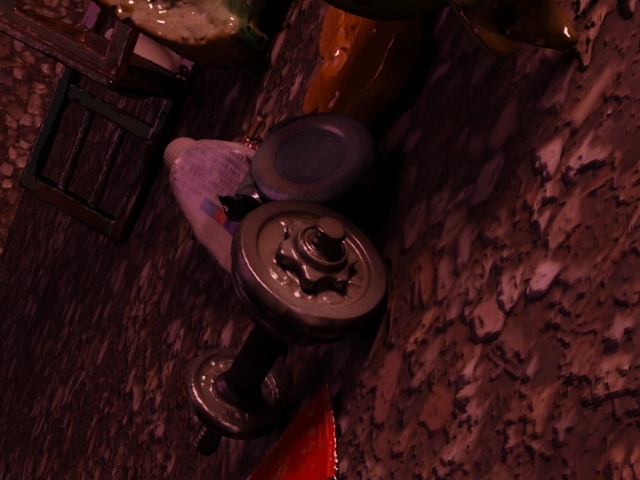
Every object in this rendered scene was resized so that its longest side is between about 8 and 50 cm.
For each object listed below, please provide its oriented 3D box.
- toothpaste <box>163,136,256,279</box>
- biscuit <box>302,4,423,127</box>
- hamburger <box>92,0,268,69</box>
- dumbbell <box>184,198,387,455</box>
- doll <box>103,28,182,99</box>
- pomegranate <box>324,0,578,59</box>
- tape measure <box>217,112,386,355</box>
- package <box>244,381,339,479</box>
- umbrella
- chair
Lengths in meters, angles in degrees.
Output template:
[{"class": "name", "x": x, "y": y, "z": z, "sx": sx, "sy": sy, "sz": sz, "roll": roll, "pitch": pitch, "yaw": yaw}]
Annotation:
[{"class": "toothpaste", "x": -0.084, "y": -0.040, "z": 1.249, "sx": 0.282, "sy": 0.068, "sz": 0.099, "roll": -140, "pitch": 43, "yaw": -58}, {"class": "biscuit", "x": 0.043, "y": -0.174, "z": 1.097, "sx": 0.184, "sy": 0.035, "sz": 0.249, "roll": -52, "pitch": 24, "yaw": 38}, {"class": "hamburger", "x": -0.115, "y": -0.276, "z": 1.443, "sx": 0.168, "sy": 0.192, "sz": 0.288, "roll": -58, "pitch": -13, "yaw": 9}, {"class": "dumbbell", "x": -0.039, "y": 0.075, "z": 0.952, "sx": 0.110, "sy": 0.110, "sz": 0.254, "roll": -88, "pitch": 20, "yaw": -46}, {"class": "doll", "x": -0.248, "y": -0.262, "z": 1.901, "sx": 0.110, "sy": 0.106, "sz": 0.181, "roll": -54, "pitch": 21, "yaw": 13}, {"class": "pomegranate", "x": 0.084, "y": -0.242, "z": 0.842, "sx": 0.286, "sy": 0.231, "sz": 0.231, "roll": 30, "pitch": 99, "yaw": 42}, {"class": "tape measure", "x": 0.002, "y": -0.002, "z": 1.015, "sx": 0.104, "sy": 0.107, "sz": 0.180, "roll": -49, "pitch": -39, "yaw": -45}, {"class": "package", "x": -0.043, "y": 0.186, "z": 0.945, "sx": 0.200, "sy": 0.022, "sz": 0.083, "roll": -52, "pitch": 24, "yaw": 36}, {"class": "umbrella", "x": -0.092, "y": -0.059, "z": 1.357, "sx": 0.025, "sy": 0.027, "sz": 0.165, "roll": -18, "pitch": -31, "yaw": -50}, {"class": "chair", "x": -0.285, "y": -0.220, "z": 1.675, "sx": 0.416, "sy": 0.203, "sz": 0.240, "roll": -65, "pitch": -17, "yaw": 9}]
